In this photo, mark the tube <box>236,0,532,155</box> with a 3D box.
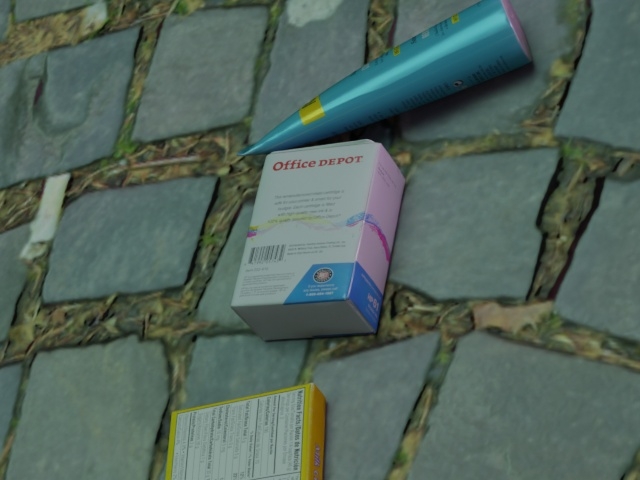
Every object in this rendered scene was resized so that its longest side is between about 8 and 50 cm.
[{"bbox_3d":[0.042,-0.103,1.337,0.207,0.080,0.052,-25,89,13],"label":"tube"}]

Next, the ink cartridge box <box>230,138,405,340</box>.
[{"bbox_3d":[0.000,0.000,1.291,0.089,0.052,0.122,-5,58,28],"label":"ink cartridge box"}]

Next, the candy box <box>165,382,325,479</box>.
[{"bbox_3d":[-0.051,0.190,1.204,0.105,0.027,0.206,-11,54,21],"label":"candy box"}]
